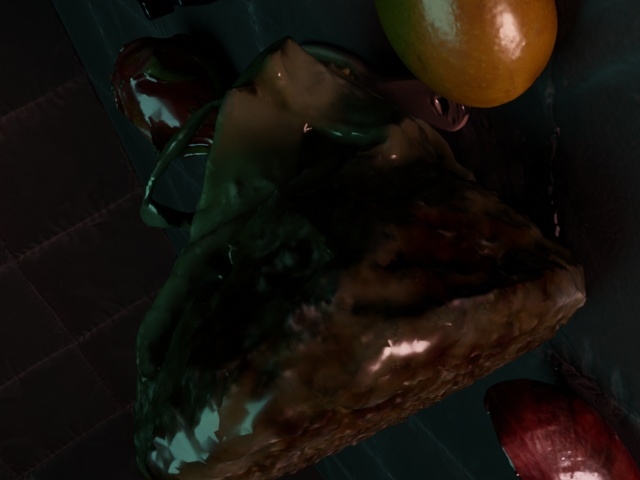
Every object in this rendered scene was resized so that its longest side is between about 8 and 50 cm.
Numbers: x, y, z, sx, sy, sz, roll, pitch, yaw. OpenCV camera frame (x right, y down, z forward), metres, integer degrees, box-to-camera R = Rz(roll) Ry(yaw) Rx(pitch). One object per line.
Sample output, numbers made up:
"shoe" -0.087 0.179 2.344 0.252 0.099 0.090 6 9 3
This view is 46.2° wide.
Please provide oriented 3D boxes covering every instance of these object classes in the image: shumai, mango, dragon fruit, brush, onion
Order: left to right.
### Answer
"dragon fruit" -0.215 -0.208 1.192 0.269 0.198 0.200 47 156 -16
"shumai" 0.000 0.000 0.655 0.395 0.394 0.348 109 142 -70
"brush" 0.034 -0.147 0.761 0.313 0.067 0.072 30 148 54
"mango" 0.077 -0.195 0.495 0.136 0.099 0.228 142 104 -81
"onion" 0.251 0.222 0.728 0.206 0.098 0.151 55 -170 -13

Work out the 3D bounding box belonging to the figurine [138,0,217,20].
"figurine" -0.222 -0.406 0.888 0.308 0.143 0.309 161 90 -88
